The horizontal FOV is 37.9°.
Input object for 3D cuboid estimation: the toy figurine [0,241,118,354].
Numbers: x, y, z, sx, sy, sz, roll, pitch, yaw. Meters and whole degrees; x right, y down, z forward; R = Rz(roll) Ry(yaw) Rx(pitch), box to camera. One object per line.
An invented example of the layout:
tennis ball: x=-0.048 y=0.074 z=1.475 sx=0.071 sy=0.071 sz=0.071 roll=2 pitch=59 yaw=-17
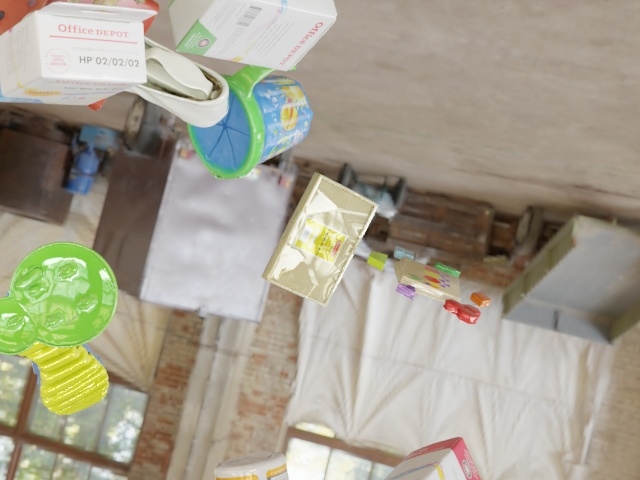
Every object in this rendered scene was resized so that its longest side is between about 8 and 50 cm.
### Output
toy figurine: x=-0.339 y=0.077 z=1.206 sx=0.130 sy=0.173 sz=0.159 roll=58 pitch=175 yaw=-4

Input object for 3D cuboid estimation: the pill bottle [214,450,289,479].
pill bottle: x=-0.133 y=0.612 z=2.031 sx=0.162 sy=0.278 sz=0.162 roll=-9 pitch=177 yaw=0

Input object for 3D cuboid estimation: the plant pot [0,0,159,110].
plant pot: x=-0.550 y=-0.469 z=1.932 sx=0.267 sy=0.267 sz=0.236 roll=35 pitch=-174 yaw=26

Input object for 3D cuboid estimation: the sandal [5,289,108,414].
sandal: x=-0.463 y=0.181 z=1.626 sx=0.126 sy=0.317 sz=0.138 roll=-22 pitch=-135 yaw=-12

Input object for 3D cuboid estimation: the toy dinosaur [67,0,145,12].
toy dinosaur: x=-0.311 y=-0.340 z=1.323 sx=0.092 sy=0.053 sz=0.183 roll=-20 pitch=-165 yaw=18

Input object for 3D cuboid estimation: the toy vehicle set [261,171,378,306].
toy vehicle set: x=0.000 y=0.000 z=2.100 sx=0.166 sy=0.267 sz=0.035 roll=27 pitch=-179 yaw=-26

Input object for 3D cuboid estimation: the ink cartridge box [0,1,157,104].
ink cartridge box: x=-0.236 y=-0.172 z=0.885 sx=0.104 sy=0.061 sz=0.181 roll=-4 pitch=180 yaw=-36

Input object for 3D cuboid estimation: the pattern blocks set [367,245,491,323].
pattern blocks set: x=0.237 y=0.091 z=2.054 sx=0.285 sy=0.026 sz=0.325 roll=24 pitch=-164 yaw=9

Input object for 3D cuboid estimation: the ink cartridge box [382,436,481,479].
ink cartridge box: x=0.200 y=0.519 z=1.680 sx=0.131 sy=0.226 sz=0.306 roll=-23 pitch=178 yaw=30

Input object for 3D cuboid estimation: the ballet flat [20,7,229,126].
ballet flat: x=-0.340 y=-0.333 z=1.690 sx=0.400 sy=0.139 sz=0.139 roll=24 pitch=174 yaw=-16

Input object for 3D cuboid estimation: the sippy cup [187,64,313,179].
sippy cup: x=-0.149 y=-0.280 z=2.136 sx=0.224 sy=0.240 sz=0.305 roll=-22 pitch=-173 yaw=-42

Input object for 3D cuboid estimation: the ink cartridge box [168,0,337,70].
ink cartridge box: x=-0.105 y=-0.353 z=1.449 sx=0.212 sy=0.093 sz=0.154 roll=5 pitch=152 yaw=-36
